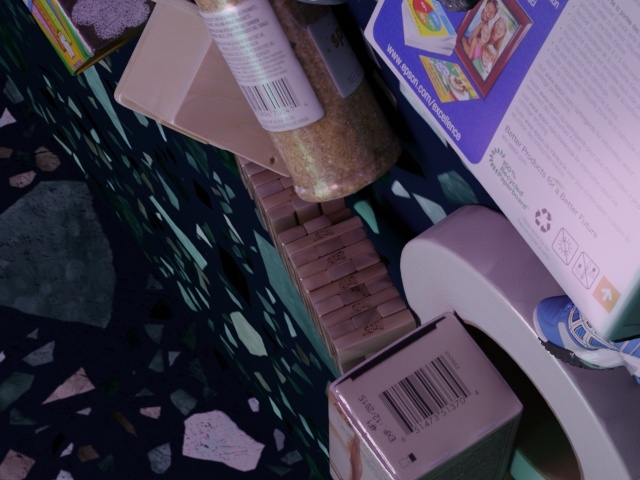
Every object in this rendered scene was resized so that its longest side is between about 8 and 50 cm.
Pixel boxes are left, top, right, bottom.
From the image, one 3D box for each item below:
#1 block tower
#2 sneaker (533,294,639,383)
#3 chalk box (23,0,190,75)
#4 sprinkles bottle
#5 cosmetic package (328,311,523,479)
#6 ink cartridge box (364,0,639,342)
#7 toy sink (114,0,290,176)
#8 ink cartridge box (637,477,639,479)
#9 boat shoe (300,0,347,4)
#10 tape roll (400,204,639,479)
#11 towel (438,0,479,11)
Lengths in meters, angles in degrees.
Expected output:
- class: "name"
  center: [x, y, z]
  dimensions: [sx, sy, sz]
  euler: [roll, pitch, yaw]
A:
- class: "block tower"
  center: [0.000, 0.000, 2.163]
  dimensions: [0.097, 0.091, 0.335]
  euler: [74, 171, -54]
- class: "sneaker"
  center: [0.247, 0.061, 1.645]
  dimensions: [0.211, 0.080, 0.081]
  euler: [8, 125, 60]
- class: "chalk box"
  center: [-0.275, -0.361, 2.244]
  dimensions: [0.289, 0.180, 0.179]
  euler: [59, 166, -5]
- class: "sprinkles bottle"
  center: [-0.047, -0.210, 1.911]
  dimensions: [0.355, 0.121, 0.121]
  euler: [62, 166, -22]
- class: "cosmetic package"
  center: [0.100, 0.204, 2.010]
  dimensions: [0.129, 0.153, 0.296]
  euler: [54, 166, 19]
- class: "ink cartridge box"
  center: [0.173, -0.150, 1.227]
  dimensions: [0.303, 0.072, 0.307]
  euler: [56, 136, 33]
- class: "toy sink"
  center: [-0.114, -0.168, 2.093]
  dimensions: [0.153, 0.131, 0.234]
  euler: [24, -176, -31]
- class: "ink cartridge box"
  center: [0.330, 0.239, 1.682]
  dimensions: [0.061, 0.104, 0.181]
  euler: [60, 167, -14]
- class: "boat shoe"
  center: [-0.117, -0.252, 1.758]
  dimensions: [0.319, 0.116, 0.099]
  euler: [1, 121, 21]
- class: "tape roll"
  center: [0.217, 0.144, 1.931]
  dimensions: [0.392, 0.072, 0.392]
  euler: [51, 165, 19]
- class: "towel"
  center: [0.077, -0.279, 1.082]
  dimensions: [0.283, 0.235, 0.121]
  euler: [48, 170, 32]
